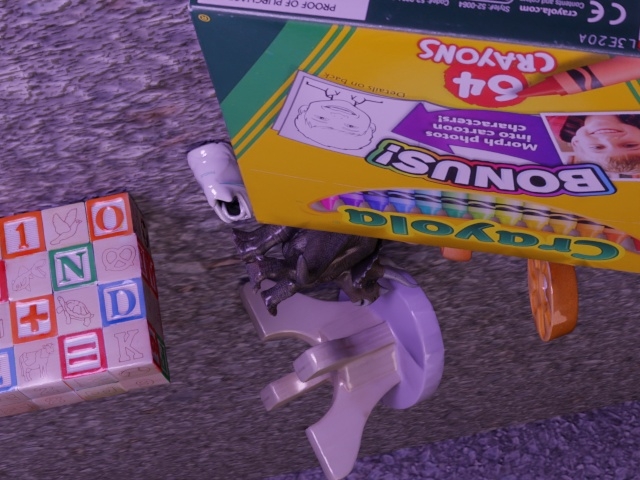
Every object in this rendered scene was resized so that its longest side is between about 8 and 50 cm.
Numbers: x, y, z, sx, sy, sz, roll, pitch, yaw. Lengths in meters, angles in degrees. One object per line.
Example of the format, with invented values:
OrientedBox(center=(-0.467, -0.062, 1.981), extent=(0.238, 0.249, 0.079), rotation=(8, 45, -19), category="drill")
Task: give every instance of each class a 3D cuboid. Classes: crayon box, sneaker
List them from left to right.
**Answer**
OrientedBox(center=(-0.079, -0.041, 1.246), extent=(0.053, 0.061, 0.152), rotation=(-21, 160, 16), category="sneaker")
OrientedBox(center=(0.117, -0.095, 0.928), extent=(0.363, 0.106, 0.313), rotation=(8, 156, 9), category="crayon box")

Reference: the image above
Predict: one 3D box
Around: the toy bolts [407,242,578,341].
OrientedBox(center=(0.151, -0.024, 1.263), extent=(0.158, 0.218, 0.228), rotation=(-5, 141, -3), category="toy bolts")

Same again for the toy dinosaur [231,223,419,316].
OrientedBox(center=(0.000, 0.000, 1.319), extent=(0.160, 0.121, 0.313), rotation=(-25, 166, -2), category="toy dinosaur")

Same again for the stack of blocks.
OrientedBox(center=(-0.305, 0.075, 1.258), extent=(0.297, 0.171, 0.087), rotation=(-12, 160, 1), category="stack of blocks")

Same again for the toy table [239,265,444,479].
OrientedBox(center=(0.026, 0.141, 1.567), extent=(0.161, 0.252, 0.274), rotation=(-22, 158, -20), category="toy table")
